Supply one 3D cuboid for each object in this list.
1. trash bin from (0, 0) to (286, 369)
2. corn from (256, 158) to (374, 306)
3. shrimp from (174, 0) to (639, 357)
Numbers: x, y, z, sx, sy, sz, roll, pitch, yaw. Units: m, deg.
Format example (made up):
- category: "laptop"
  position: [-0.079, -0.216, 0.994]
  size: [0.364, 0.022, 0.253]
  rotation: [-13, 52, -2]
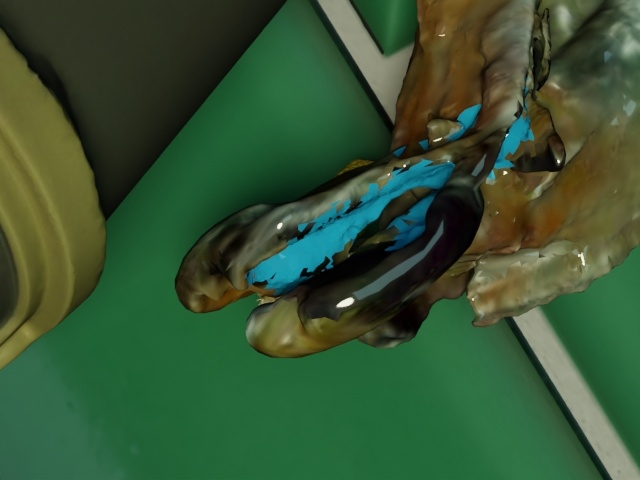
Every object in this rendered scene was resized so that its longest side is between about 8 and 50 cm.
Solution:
- category: "trash bin"
  position: [-0.125, -0.084, 0.515]
  size: [0.214, 0.214, 0.334]
  rotation: [46, 60, -7]
- category: "corn"
  position: [0.000, 0.000, 0.648]
  size: [0.027, 0.028, 0.083]
  rotation: [41, 61, -5]
- category: "shrimp"
  position: [0.105, -0.105, 0.667]
  size: [0.221, 0.110, 0.445]
  rotation: [47, 55, -5]
